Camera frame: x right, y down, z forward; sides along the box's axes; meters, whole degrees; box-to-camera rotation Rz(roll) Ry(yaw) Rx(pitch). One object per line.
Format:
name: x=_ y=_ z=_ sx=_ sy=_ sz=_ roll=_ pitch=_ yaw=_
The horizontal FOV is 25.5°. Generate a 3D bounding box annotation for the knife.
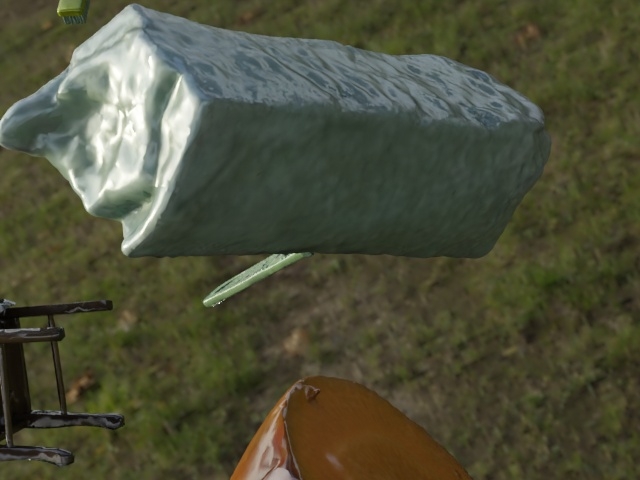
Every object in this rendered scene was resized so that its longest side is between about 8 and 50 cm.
knife: x=-0.001 y=-0.002 z=1.228 sx=0.293 sy=0.020 sz=0.043 roll=-29 pitch=14 yaw=37

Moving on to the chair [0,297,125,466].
chair: x=-0.402 y=0.150 z=1.614 sx=0.319 sy=0.186 sz=0.160 roll=0 pitch=12 yaw=18

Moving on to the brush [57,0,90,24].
brush: x=-0.169 y=-0.190 z=1.001 sx=0.019 sy=0.021 sz=0.083 roll=-2 pitch=62 yaw=11

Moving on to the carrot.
carrot: x=0.054 y=0.217 z=1.018 sx=0.100 sy=0.258 sz=0.307 roll=-46 pitch=-19 yaw=22

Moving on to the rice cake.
rice cake: x=0.001 y=-0.033 z=0.476 sx=0.063 sy=0.206 sz=0.069 roll=49 pitch=118 yaw=32
